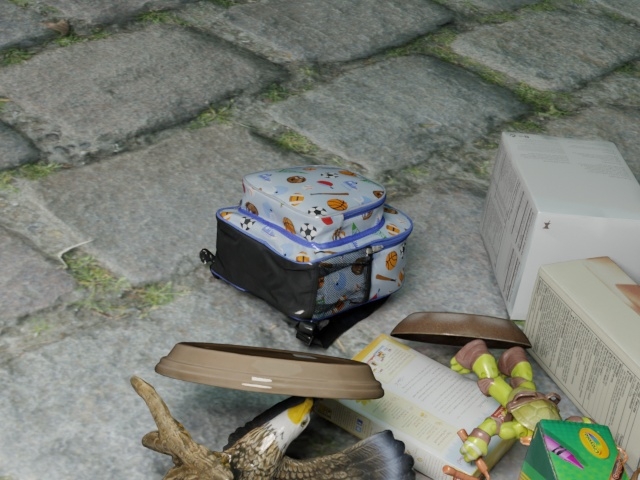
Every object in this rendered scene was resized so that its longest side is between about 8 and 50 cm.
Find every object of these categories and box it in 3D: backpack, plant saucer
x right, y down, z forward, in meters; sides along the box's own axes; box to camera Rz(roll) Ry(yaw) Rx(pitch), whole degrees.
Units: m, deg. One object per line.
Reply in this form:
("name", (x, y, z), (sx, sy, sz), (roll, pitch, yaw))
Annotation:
("backpack", (0.000, 0.000, 1.850), (0.263, 0.213, 0.276), (-7, 31, -43))
("plant saucer", (-0.059, 0.154, 1.492), (0.278, 0.041, 0.278), (6, -3, 0))
("plant saucer", (0.197, 0.125, 1.732), (0.199, 0.036, 0.198), (5, -7, 1))

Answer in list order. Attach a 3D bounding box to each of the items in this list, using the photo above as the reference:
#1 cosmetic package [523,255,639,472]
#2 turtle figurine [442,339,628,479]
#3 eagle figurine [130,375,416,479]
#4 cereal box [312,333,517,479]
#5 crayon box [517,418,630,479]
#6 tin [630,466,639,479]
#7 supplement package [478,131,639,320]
("cosmetic package", (0.419, 0.165, 1.730), (0.129, 0.153, 0.296), (-7, 36, -23))
("turtle figurine", (0.248, 0.217, 1.574), (0.270, 0.087, 0.217), (-2, 37, -23))
("eagle figurine", (-0.058, 0.263, 1.458), (0.298, 0.225, 0.226), (17, 60, -52))
("cereal box", (0.134, 0.227, 1.651), (0.240, 0.047, 0.173), (27, 36, 24))
("crayon box", (0.243, 0.343, 1.271), (0.081, 0.278, 0.165), (6, 31, -8))
("tin", (0.469, 0.348, 1.556), (0.106, 0.040, 0.190), (-11, 36, -36))
("supplement package", (0.387, -0.020, 1.973), (0.199, 0.198, 0.262), (5, 31, -8))
